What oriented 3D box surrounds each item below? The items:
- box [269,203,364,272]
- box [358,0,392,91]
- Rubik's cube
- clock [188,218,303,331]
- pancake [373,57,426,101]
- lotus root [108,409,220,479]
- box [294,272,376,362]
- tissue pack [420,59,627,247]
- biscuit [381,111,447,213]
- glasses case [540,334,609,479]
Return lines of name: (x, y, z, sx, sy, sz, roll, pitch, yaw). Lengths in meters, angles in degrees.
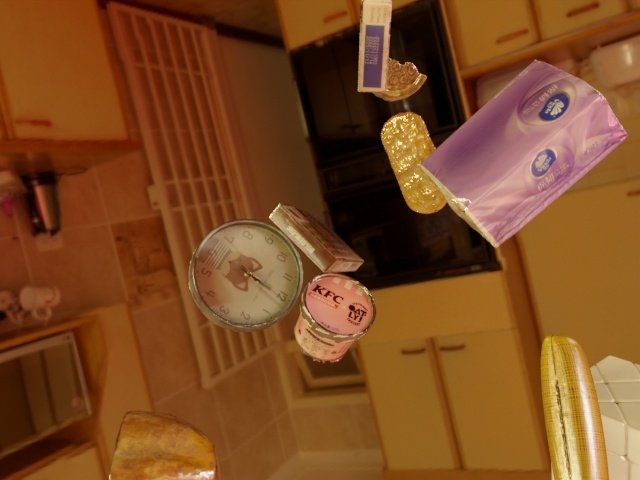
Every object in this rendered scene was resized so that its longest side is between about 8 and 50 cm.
box: (0.001, 0.001, 1.536, 0.047, 0.180, 0.325, -47, 168, 8)
box: (0.127, -0.498, 1.471, 0.065, 0.200, 0.343, 4, -144, 4)
Rubik's cube: (0.865, 0.555, 1.795, 0.322, 0.315, 0.319, -20, -160, -32)
clock: (-0.207, 0.095, 1.810, 0.325, 0.325, 0.067, -14, 168, -19)
pancake: (0.206, -0.479, 1.790, 0.191, 0.184, 0.020, 2, -160, -7)
lotus root: (-0.263, 0.402, 1.132, 0.180, 0.188, 0.199, -4, -144, -2)
box: (0.020, 0.165, 1.304, 0.151, 0.151, 0.135, -15, 146, -33)
tissue pack: (0.392, -0.179, 1.301, 0.338, 0.160, 0.242, -42, -149, 8)
biscuit: (0.223, -0.180, 1.507, 0.118, 0.247, 0.029, -21, -176, 27)
glasses case: (0.311, 0.232, 0.786, 0.064, 0.234, 0.079, -16, 151, 33)
